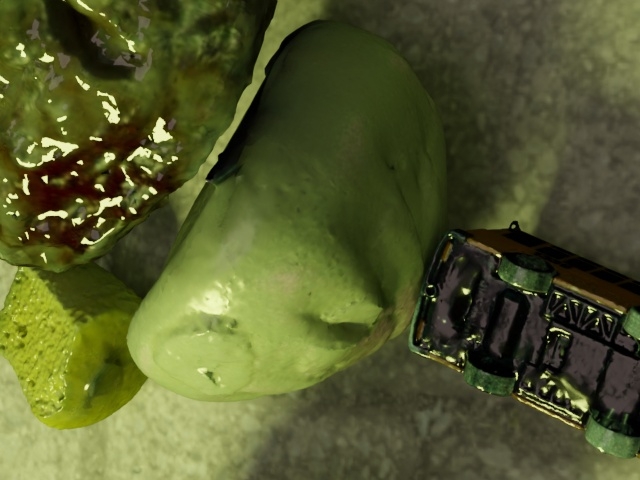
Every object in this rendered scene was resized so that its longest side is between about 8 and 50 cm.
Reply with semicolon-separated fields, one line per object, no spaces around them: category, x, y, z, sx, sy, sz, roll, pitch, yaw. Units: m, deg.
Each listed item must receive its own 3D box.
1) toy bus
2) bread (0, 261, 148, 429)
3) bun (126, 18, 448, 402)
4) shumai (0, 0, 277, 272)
toy bus;0.172;0.064;1.190;0.201;0.114;0.098;25;106;27
bread;-0.195;0.079;1.454;0.114;0.111;0.129;44;117;30
bun;0.000;0.000;1.250;0.187;0.293;0.293;30;112;-2
shumai;-0.247;-0.189;1.285;0.395;0.348;0.395;-25;54;41
